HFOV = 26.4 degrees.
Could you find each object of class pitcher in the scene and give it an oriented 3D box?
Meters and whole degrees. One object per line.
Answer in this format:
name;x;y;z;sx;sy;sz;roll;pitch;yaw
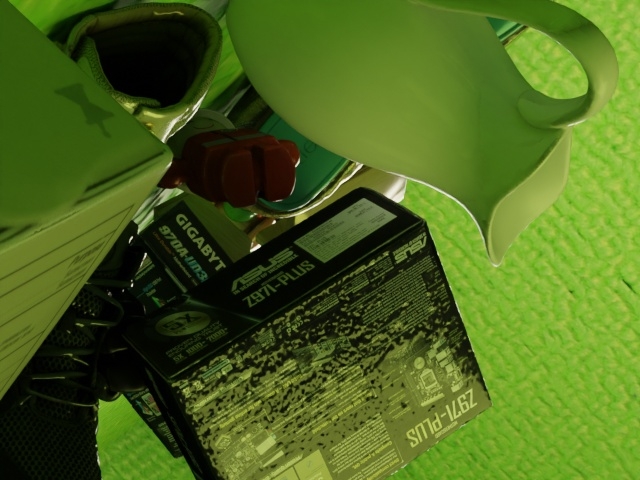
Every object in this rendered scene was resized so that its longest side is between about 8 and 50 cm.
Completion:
pitcher;0.056;-0.104;0.749;0.125;0.207;0.178;-44;168;-32

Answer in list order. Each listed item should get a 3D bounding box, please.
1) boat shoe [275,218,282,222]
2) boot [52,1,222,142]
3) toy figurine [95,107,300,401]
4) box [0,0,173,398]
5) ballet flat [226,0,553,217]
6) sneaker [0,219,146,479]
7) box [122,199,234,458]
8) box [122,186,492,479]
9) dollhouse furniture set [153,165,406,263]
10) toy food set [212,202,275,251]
boat shoe;-0.032;-0.066;1.465;0.190;0.068;0.072;-45;-173;36
boot;-0.139;-0.023;0.648;0.165;0.077;0.213;-45;-179;43
toy figurine;-0.058;0.037;0.931;0.213;0.209;0.148;-56;-154;-4
box;-0.194;0.060;0.412;0.311;0.121;0.148;-50;174;25
ballet flat;0.055;-0.157;1.052;0.348;0.123;0.123;-43;177;-2
sneaker;-0.153;0.058;0.765;0.130;0.087;0.227;-54;-147;23
box;-0.116;0.081;1.112;0.051;0.175;0.220;-41;-176;-33
box;-0.004;0.078;0.827;0.180;0.147;0.077;-32;-150;-16
dollhouse furniture set;0.000;0.000;1.189;0.242;0.161;0.212;-30;146;-29
toy food set;-0.055;-0.046;1.345;0.128;0.071;0.218;-39;176;-43
